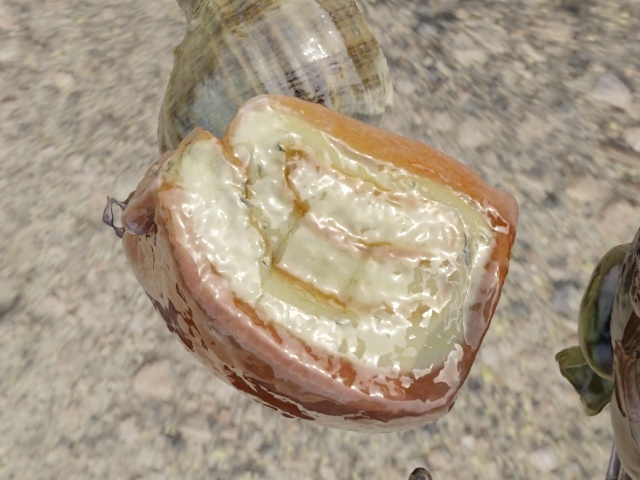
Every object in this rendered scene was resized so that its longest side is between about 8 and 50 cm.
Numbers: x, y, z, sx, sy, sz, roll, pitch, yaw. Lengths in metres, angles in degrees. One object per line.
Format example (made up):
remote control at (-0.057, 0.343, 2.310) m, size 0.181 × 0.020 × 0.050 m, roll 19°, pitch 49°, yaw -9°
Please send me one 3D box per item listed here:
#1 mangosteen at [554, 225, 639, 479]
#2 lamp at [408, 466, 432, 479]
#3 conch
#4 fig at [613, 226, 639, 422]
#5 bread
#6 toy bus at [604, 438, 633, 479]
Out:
mangosteen at (0.318, 0.055, 1.078) m, size 0.297 × 0.313 × 0.297 m, roll -3°, pitch 111°, yaw -8°
lamp at (0.046, 0.214, 0.959) m, size 0.118 × 0.118 × 0.253 m, roll 25°, pitch 127°, yaw -4°
conch at (-0.062, -0.120, 1.474) m, size 0.210 × 0.159 × 0.291 m, roll -14°, pitch 107°, yaw 47°
fig at (0.199, 0.023, 0.854) m, size 0.133 × 0.201 × 0.146 m, roll 35°, pitch 58°, yaw -14°
bread at (-0.004, 0.011, 0.984) m, size 0.244 × 0.123 × 0.190 m, roll 20°, pitch 69°, yaw -12°
toy bus at (0.296, 0.167, 1.393) m, size 0.112 × 0.090 × 0.274 m, roll 15°, pitch 67°, yaw 4°
